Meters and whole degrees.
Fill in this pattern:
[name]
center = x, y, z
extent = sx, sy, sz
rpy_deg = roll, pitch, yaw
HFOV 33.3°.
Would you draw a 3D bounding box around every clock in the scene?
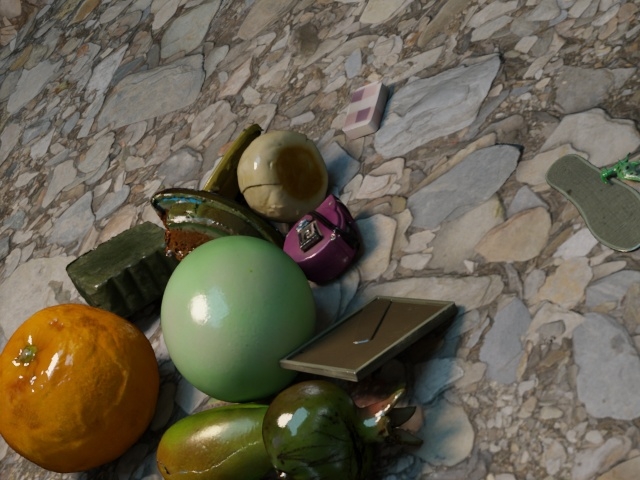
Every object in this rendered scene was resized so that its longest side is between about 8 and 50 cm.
[clock]
center = -0.152, -0.092, 1.845
extent = 0.237, 0.057, 0.237
rpy_deg = -57, -4, -6

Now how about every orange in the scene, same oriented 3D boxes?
[orange]
center = -0.376, 0.230, 1.655
extent = 0.261, 0.261, 0.261
rpy_deg = -27, 38, 23

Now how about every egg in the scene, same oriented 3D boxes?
[egg]
center = -0.116, 0.110, 1.516
extent = 0.220, 0.220, 0.269
rpy_deg = -36, 23, 12

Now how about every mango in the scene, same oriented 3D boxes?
[mango]
center = -0.123, 0.285, 1.445
extent = 0.233, 0.111, 0.125
rpy_deg = -10, 78, 26

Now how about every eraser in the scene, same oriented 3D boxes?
[eraser]
center = 0.078, -0.225, 1.845
extent = 0.065, 0.026, 0.105
rpy_deg = -18, 43, 37

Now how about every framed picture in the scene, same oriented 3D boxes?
[framed picture]
center = 0.064, 0.125, 1.414
extent = 0.150, 0.015, 0.203
rpy_deg = 2, 25, 47

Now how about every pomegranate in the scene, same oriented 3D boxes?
[pomegranate]
center = 0.027, 0.242, 1.318
extent = 0.191, 0.152, 0.131
rpy_deg = -13, 42, 8

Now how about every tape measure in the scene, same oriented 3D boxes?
[tape measure]
center = 0.000, 0.000, 1.646
extent = 0.118, 0.074, 0.125
rpy_deg = -39, 33, 9

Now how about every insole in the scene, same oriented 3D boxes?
[insole]
center = 0.362, -0.056, 1.396
extent = 0.080, 0.003, 0.232
rpy_deg = -40, 35, 7

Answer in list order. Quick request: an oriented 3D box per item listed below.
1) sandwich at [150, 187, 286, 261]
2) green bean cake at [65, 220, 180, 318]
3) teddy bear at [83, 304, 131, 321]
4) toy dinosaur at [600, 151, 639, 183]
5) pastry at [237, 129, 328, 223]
[sandwich]
center = -0.176, 0.001, 1.714
extent = 0.159, 0.235, 0.079
rpy_deg = -48, 5, 26
[green bean cake]
center = -0.340, 0.051, 1.892
extent = 0.183, 0.094, 0.185
rpy_deg = -34, 30, -18
[teddy bear]
center = -0.424, 0.160, 1.910
extent = 0.160, 0.078, 0.119
rpy_deg = -15, 48, 34
[toy dinosaur]
center = 0.392, -0.085, 1.378
extent = 0.062, 0.021, 0.083
rpy_deg = -24, 32, 23
[pastry]
center = -0.061, -0.105, 1.756
extent = 0.092, 0.156, 0.156
rpy_deg = -6, 49, 50
